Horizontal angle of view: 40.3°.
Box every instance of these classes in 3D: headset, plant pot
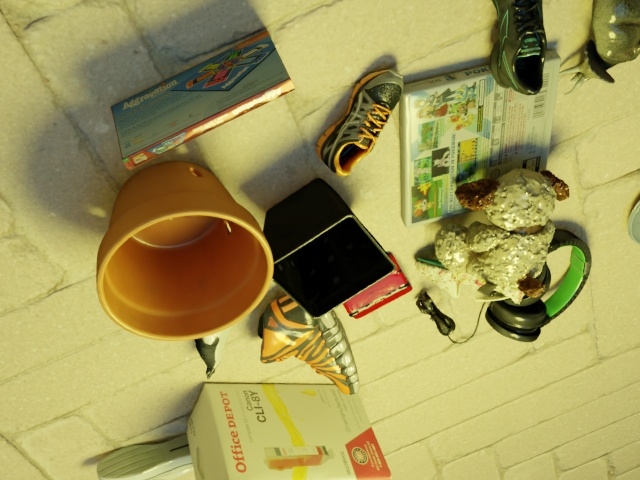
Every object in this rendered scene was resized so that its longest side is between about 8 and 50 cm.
[{"bbox_3d":[0.415,0.105,1.931,0.394,0.185,0.243,-25,133,-20],"label":"headset"},{"bbox_3d":[0.000,0.000,1.619,0.187,0.167,0.188,-33,133,10],"label":"plant pot"},{"bbox_3d":[-0.243,0.002,1.498,0.291,0.203,0.290,-10,132,-11],"label":"plant pot"}]

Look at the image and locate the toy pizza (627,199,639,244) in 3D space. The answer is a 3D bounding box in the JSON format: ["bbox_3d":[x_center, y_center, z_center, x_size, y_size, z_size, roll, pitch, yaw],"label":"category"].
[{"bbox_3d":[0.775,-0.070,1.951,0.201,0.032,0.201,-10,133,-11],"label":"toy pizza"}]

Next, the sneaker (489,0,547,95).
[{"bbox_3d":[0.338,-0.366,1.439,0.101,0.106,0.267,-15,123,-6],"label":"sneaker"}]

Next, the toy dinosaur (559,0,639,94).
[{"bbox_3d":[0.522,-0.385,1.501,0.160,0.121,0.313,-25,141,-17],"label":"toy dinosaur"}]

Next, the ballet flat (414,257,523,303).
[{"bbox_3d":[0.309,0.086,1.804,0.241,0.091,0.077,7,94,18],"label":"ballet flat"}]

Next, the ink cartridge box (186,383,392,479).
[{"bbox_3d":[-0.076,0.471,1.945,0.385,0.279,0.160,5,128,-25],"label":"ink cartridge box"}]

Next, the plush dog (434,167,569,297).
[{"bbox_3d":[0.374,-0.031,1.690,0.263,0.210,0.225,-8,118,-15],"label":"plush dog"}]

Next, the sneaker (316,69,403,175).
[{"bbox_3d":[0.079,-0.201,1.523,0.084,0.083,0.215,19,121,-32],"label":"sneaker"}]

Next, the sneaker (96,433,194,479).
[{"bbox_3d":[-0.379,0.521,2.005,0.258,0.094,0.091,-10,129,-14],"label":"sneaker"}]

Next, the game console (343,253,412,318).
[{"bbox_3d":[0.113,0.100,1.864,0.144,0.085,0.124,-29,104,5],"label":"game console"}]

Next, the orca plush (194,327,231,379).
[{"bbox_3d":[-0.220,0.141,1.747,0.151,0.102,0.287,-51,164,-37],"label":"orca plush"}]

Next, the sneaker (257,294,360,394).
[{"bbox_3d":[-0.034,0.230,1.868,0.180,0.124,0.321,-21,125,4],"label":"sneaker"}]

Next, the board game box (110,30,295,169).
[{"bbox_3d":[-0.187,-0.221,1.356,0.281,0.145,0.027,-25,138,3],"label":"board game box"}]

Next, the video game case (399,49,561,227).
[{"bbox_3d":[0.296,-0.184,1.657,0.300,0.036,0.329,-14,135,-8],"label":"video game case"}]
